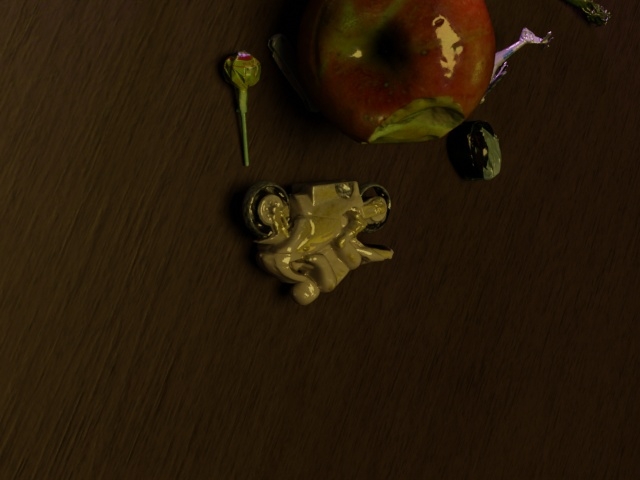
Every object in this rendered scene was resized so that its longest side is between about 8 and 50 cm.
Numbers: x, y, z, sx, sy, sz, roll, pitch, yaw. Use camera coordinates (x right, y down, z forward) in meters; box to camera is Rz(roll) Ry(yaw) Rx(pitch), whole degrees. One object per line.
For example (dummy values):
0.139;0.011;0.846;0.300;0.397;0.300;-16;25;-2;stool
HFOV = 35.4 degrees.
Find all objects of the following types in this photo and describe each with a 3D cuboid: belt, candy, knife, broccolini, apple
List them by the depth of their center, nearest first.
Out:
-0.128;-0.216;1.660;0.058;0.062;0.194;-84;173;-70;candy
0.132;-0.326;1.688;0.339;0.339;0.339;-7;100;-42;apple
-0.043;-0.287;1.739;0.044;0.023;0.162;-52;126;-28;knife
0.319;-0.185;2.068;0.105;0.058;0.140;-48;121;-35;belt
0.573;-0.549;2.273;0.239;0.051;0.054;20;88;-36;broccolini

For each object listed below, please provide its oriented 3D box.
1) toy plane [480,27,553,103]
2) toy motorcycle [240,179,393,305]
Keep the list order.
0.337;-0.354;1.994;0.273;0.182;0.107;-39;87;2;toy plane
0.000;0.000;1.760;0.340;0.108;0.223;-6;100;-41;toy motorcycle
